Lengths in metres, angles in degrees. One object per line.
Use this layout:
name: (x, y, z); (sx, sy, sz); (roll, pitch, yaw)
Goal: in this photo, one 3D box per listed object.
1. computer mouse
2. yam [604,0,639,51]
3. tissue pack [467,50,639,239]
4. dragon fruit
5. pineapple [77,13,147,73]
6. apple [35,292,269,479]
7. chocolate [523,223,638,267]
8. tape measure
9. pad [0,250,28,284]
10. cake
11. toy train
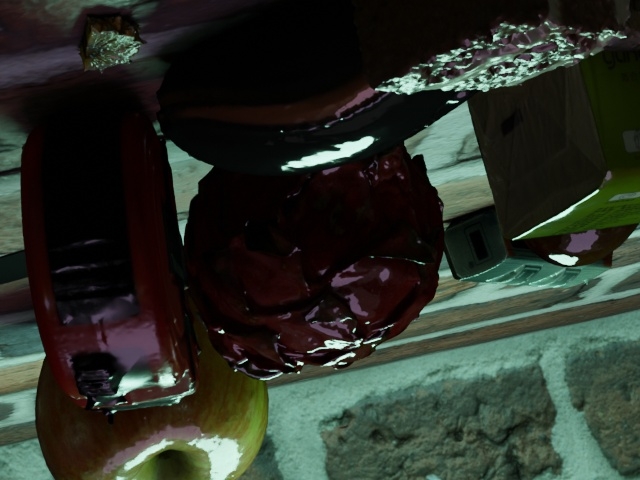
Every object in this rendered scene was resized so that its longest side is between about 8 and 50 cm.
computer mouse: (0.028, -0.121, 1.496); (0.323, 0.116, 0.183); (-18, 174, 23)
yam: (0.352, -0.197, 1.613); (0.317, 0.071, 0.067); (-9, 132, -19)
tissue pack: (0.300, -0.111, 1.729); (0.275, 0.167, 0.200); (-7, 166, -23)
dragon fruit: (0.000, 0.000, 1.767); (0.244, 0.244, 0.299); (-8, 149, -27)
pineapple: (-0.149, -0.142, 1.420); (0.045, 0.019, 0.083); (-7, 165, -16)
apple: (-0.210, 0.184, 2.460); (0.302, 0.301, 0.301); (-13, 169, -2)
chocolate: (0.245, -0.056, 1.926); (0.177, 0.176, 0.177); (-13, 169, -2)
tape measure: (-0.169, 0.020, 1.618); (0.114, 0.253, 0.260); (-8, 175, 0)
pad: (-0.353, 0.035, 2.150); (0.190, 0.004, 0.127); (-15, 169, 13)
cake: (0.112, -0.168, 1.298); (0.147, 0.134, 0.135); (6, 161, -43)
toy train: (0.288, 0.018, 2.615); (0.086, 0.089, 0.409); (-24, 165, 26)
